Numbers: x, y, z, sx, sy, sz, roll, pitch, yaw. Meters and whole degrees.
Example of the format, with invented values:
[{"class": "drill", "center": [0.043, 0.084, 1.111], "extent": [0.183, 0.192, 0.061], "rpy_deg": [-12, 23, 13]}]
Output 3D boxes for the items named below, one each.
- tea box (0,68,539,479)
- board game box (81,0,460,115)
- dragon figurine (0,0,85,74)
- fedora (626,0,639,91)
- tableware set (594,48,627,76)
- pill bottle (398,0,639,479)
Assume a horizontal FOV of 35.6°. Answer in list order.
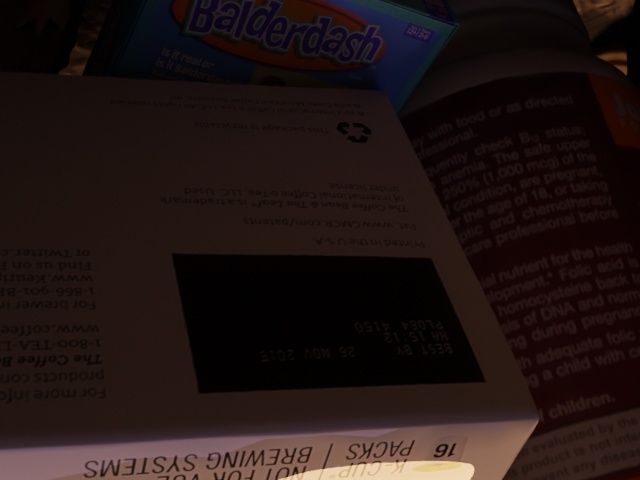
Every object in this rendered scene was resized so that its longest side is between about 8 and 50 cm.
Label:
[{"class": "tea box", "center": [-0.128, 0.105, 0.490], "extent": [0.328, 0.220, 0.324], "rpy_deg": [2, 132, -21]}, {"class": "board game box", "center": [-0.048, -0.067, 0.540], "extent": [0.160, 0.047, 0.210], "rpy_deg": [12, 130, -30]}, {"class": "dragon figurine", "center": [-0.173, -0.091, 0.560], "extent": [0.289, 0.085, 0.144], "rpy_deg": [-46, 167, -16]}, {"class": "fedora", "center": [0.307, -0.076, 0.551], "extent": [0.152, 0.334, 0.334], "rpy_deg": [-9, 153, -8]}, {"class": "tableware set", "center": [0.271, -0.068, 0.769], "extent": [0.039, 0.194, 0.128], "rpy_deg": [-42, -170, -35]}, {"class": "pill bottle", "center": [0.123, 0.026, 0.616], "extent": [0.223, 0.392, 0.224], "rpy_deg": [-11, 154, -5]}]
